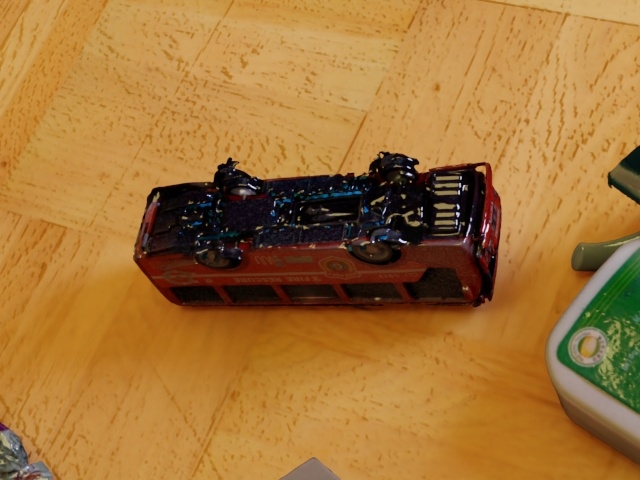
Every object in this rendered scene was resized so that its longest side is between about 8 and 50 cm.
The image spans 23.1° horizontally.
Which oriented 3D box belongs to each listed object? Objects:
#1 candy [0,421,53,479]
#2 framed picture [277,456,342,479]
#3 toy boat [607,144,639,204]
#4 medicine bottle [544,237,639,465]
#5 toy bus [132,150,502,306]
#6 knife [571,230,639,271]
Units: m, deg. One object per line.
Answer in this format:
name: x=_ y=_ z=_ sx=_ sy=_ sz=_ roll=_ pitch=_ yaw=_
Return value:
candy: x=-0.236 y=0.122 z=1.026 sx=0.175 sy=0.043 sz=0.045 roll=31 pitch=83 yaw=32
framed picture: x=-0.062 y=0.305 z=0.743 sx=0.446 sy=0.028 sz=0.326 roll=-29 pitch=49 yaw=-32
toy boat: x=0.314 y=-0.041 z=0.882 sx=0.299 sy=0.062 sz=0.096 roll=1 pitch=71 yaw=9
medicine bottle: x=0.222 y=0.082 z=0.868 sx=0.183 sy=0.069 sz=0.119 roll=34 pitch=74 yaw=32
toy bus: x=0.000 y=0.000 z=0.982 sx=0.235 sy=0.096 sz=0.073 roll=-1 pitch=59 yaw=20
knife: x=0.253 y=-0.015 z=0.941 sx=0.210 sy=0.028 sz=0.015 roll=-16 pitch=36 yaw=9
